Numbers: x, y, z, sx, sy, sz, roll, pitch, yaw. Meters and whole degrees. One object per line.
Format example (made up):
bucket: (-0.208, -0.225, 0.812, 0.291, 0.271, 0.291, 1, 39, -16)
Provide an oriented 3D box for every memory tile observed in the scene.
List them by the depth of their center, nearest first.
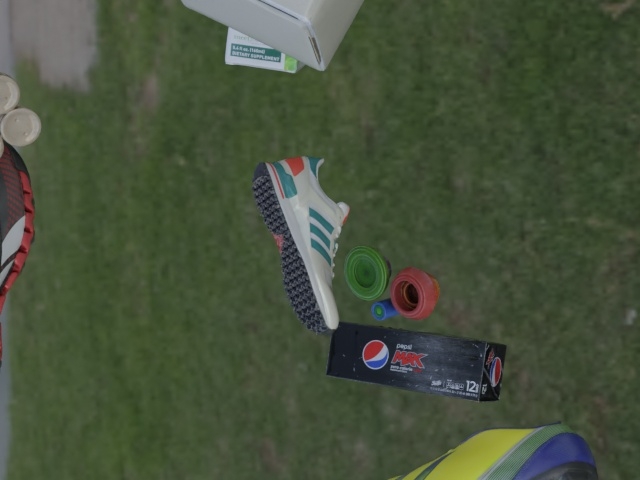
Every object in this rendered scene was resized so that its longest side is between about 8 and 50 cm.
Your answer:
memory tile: (-0.319, -0.124, 1.158, 0.012, 0.113, 0.148, 49, 167, 54)

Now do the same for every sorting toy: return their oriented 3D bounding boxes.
sorting toy: (0.071, 0.041, 1.238, 0.102, 0.042, 0.061, 29, 119, 35)

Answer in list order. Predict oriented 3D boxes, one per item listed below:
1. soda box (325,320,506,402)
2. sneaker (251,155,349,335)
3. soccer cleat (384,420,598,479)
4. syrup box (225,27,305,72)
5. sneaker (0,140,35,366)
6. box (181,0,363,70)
soda box: (0.092, 0.117, 1.311, 0.168, 0.053, 0.060, 6, 86, 29)
sneaker: (0.000, 0.000, 1.173, 0.057, 0.075, 0.161, -37, 72, 64)
soccer cleat: (0.143, 0.257, 1.401, 0.121, 0.289, 0.093, -108, 7, -55)
syrup box: (-0.053, -0.335, 1.665, 0.096, 0.093, 0.237, -55, -27, -71)
sneaker: (-0.335, 0.021, 1.215, 0.135, 0.097, 0.276, 46, -131, -61)
box: (0.009, -0.310, 1.066, 0.311, 0.148, 0.121, -60, -11, -7)
